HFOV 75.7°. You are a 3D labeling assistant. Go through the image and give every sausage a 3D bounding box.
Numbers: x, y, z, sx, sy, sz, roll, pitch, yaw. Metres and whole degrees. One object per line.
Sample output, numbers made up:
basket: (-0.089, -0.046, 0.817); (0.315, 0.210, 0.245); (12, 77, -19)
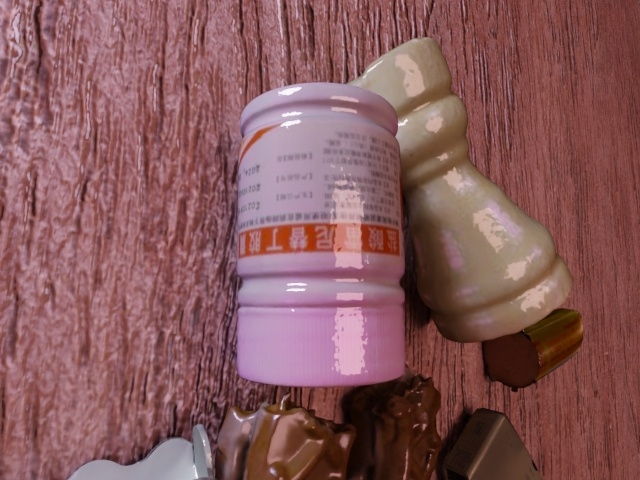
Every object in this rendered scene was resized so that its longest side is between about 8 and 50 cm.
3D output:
sausage: (0.477, 0.207, 0.883); (0.317, 0.117, 0.125); (-8, 103, -39)

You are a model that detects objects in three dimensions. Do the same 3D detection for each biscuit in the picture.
biscuit: (0.035, 0.300, 0.514); (0.366, 0.115, 0.268); (10, 81, -46)

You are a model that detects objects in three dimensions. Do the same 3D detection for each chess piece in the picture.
chess piece: (0.200, -0.082, 0.667); (0.234, 0.234, 0.442); (-35, 100, -35)

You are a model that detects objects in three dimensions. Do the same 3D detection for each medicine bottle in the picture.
medicine bottle: (0.000, 0.000, 0.503); (0.202, 0.202, 0.316); (4, 80, -36)

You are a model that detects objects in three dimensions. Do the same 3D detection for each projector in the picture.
projector: (0.313, 0.463, 0.738); (0.193, 0.088, 0.270); (-38, 105, -33)

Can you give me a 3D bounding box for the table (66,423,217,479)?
table: (-0.193, 0.273, 0.357); (0.198, 0.166, 0.167); (-5, 86, -29)
